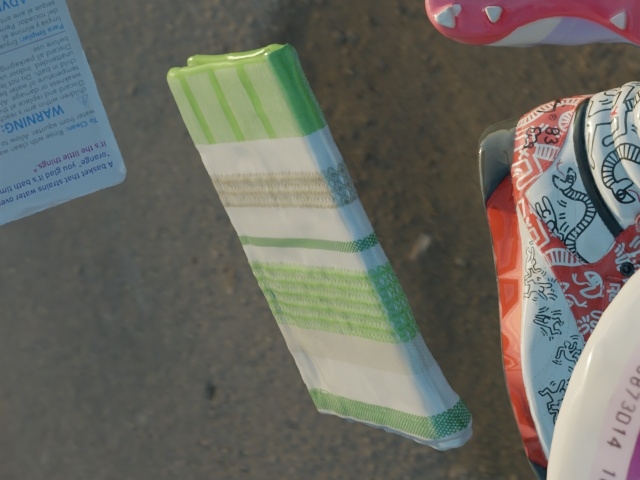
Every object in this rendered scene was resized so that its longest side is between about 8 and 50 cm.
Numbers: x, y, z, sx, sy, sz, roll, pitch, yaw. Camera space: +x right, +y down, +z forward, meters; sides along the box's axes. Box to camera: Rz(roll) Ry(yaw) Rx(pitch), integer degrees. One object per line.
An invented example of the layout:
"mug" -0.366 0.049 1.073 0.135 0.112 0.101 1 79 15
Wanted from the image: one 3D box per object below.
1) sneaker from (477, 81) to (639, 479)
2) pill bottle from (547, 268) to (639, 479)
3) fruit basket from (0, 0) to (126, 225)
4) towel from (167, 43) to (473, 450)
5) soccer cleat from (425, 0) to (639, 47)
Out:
"sneaker" 0.187 0.034 1.054 0.145 0.090 0.270 -19 72 31
"pill bottle" 0.247 0.112 0.627 0.301 0.169 0.169 20 87 40
"fruit basket" -0.329 -0.147 1.090 0.327 0.165 0.353 -21 92 -4
"towel" 0.000 0.000 0.631 0.113 0.023 0.152 5 121 65
"soccer cleat" 0.196 -0.171 1.235 0.248 0.095 0.083 2 92 17
